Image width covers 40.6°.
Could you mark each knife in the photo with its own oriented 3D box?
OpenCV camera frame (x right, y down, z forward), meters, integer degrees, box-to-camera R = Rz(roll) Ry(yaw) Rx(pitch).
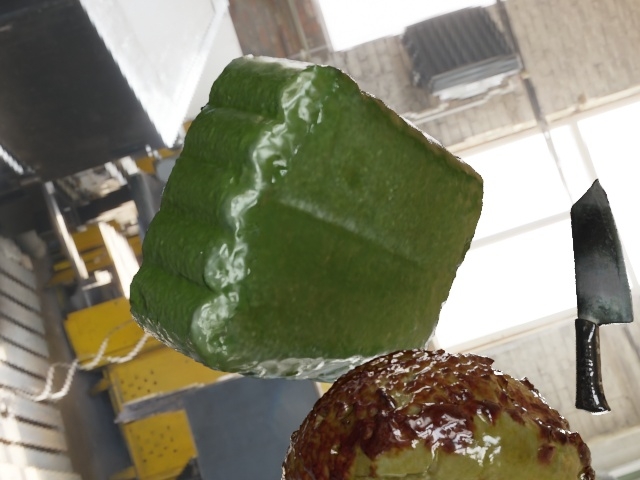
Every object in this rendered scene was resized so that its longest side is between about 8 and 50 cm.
[{"bbox_3d":[0.273,0.053,0.841,0.028,0.060,0.230,11,76,-55],"label":"knife"}]

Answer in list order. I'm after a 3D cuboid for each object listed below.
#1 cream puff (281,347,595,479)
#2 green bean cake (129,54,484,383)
[{"bbox_3d":[0.055,0.105,0.423,0.149,0.149,0.084,73,10,-51],"label":"cream puff"},{"bbox_3d":[0.000,0.000,0.658,0.248,0.222,0.125,24,-4,-41],"label":"green bean cake"}]
